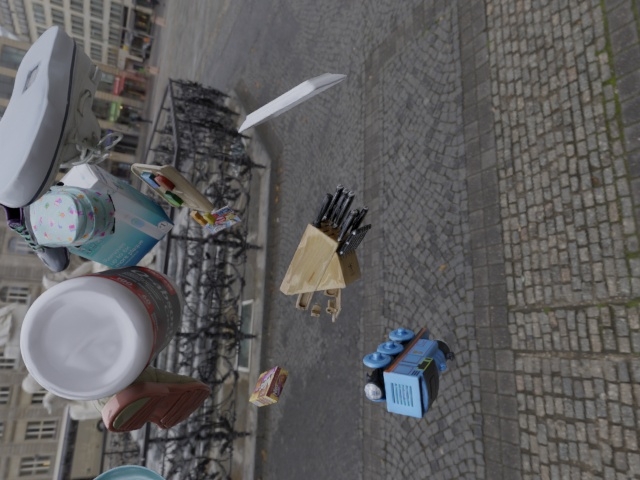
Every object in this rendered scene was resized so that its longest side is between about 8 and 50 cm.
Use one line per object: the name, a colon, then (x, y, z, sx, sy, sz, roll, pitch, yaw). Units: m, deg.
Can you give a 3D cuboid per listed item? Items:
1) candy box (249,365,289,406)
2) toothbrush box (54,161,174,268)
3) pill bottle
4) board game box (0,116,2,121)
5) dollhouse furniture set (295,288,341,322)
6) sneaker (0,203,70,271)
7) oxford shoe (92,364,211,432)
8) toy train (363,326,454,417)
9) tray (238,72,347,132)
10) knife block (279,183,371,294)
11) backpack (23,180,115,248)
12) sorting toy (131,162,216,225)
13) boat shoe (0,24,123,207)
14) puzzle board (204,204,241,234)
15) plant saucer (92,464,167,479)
candy box: (-0.184, 0.520, 1.533, 0.186, 0.053, 0.109, -45, 18, 55)
toothbrush box: (-0.607, -0.059, 1.228, 0.216, 0.295, 0.126, -46, 58, -1)
pill bottle: (-0.404, 0.159, 0.880, 0.363, 0.210, 0.210, -165, 83, -83)
board game box: (-0.909, -0.249, 1.273, 0.053, 0.193, 0.305, -56, 27, 28)
dollhouse furniture set: (-0.010, 0.254, 1.675, 0.123, 0.151, 0.144, -88, 13, -54)
sneaker: (-0.687, -0.017, 1.021, 0.098, 0.083, 0.223, -69, -43, -75)
oxford shoe: (-0.387, 0.350, 1.031, 0.146, 0.397, 0.140, 39, 79, 22)
toy train: (0.139, 0.196, 0.669, 0.105, 0.184, 0.080, 2, 102, 33)
tray: (-0.075, -0.331, 1.026, 0.270, 0.145, 0.030, -13, 109, 43)
knife block: (0.000, 0.000, 1.082, 0.276, 0.088, 0.242, -13, 94, 35)
backpack: (-0.527, -0.047, 0.911, 0.115, 0.182, 0.151, -36, -57, -65)
sorting toy: (-0.450, -0.133, 1.403, 0.229, 0.307, 0.041, 9, 61, 42)
boat shoe: (-0.396, -0.175, 0.683, 0.136, 0.156, 0.367, -30, 52, 16)
puzzle board: (-0.370, -0.073, 1.602, 0.128, 0.096, 0.011, -24, 50, 9)
plant saucer: (-0.406, 0.642, 0.896, 0.043, 0.318, 0.317, 58, -155, -63)
